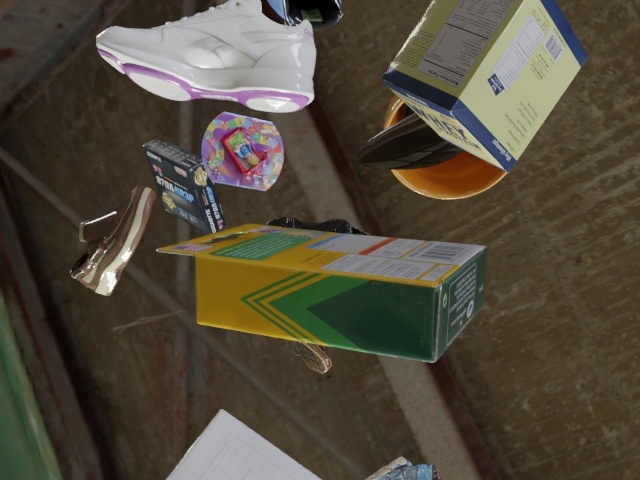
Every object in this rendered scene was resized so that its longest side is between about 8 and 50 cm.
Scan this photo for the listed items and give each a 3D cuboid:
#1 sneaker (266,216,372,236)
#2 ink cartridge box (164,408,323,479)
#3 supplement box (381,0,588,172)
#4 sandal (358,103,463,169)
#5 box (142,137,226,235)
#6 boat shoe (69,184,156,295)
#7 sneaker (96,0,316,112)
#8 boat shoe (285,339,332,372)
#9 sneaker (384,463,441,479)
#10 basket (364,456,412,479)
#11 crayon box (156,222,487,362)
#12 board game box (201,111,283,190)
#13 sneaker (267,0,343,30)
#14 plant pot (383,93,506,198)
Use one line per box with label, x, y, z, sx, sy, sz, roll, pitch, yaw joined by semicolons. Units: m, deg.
sneaker;0.000;-0.003;1.160;0.170;0.089;0.051;-1;-108;10
ink cartridge box;-0.027;0.236;0.534;0.209;0.109;0.062;33;-36;9
supplement box;0.096;-0.099;0.409;0.056;0.083;0.083;38;-84;42
sandal;0.123;-0.136;0.708;0.219;0.090;0.060;-40;-132;45
box;-0.310;-0.124;1.618;0.220;0.051;0.175;28;-40;44
boat shoe;-0.359;-0.002;1.191;0.095;0.095;0.257;25;-53;-16
sneaker;-0.154;-0.271;0.996;0.305;0.114;0.152;9;-97;-5
boat shoe;-0.021;0.246;1.637;0.178;0.060;0.064;27;-44;57
sneaker;0.145;0.526;1.263;0.125;0.262;0.104;-5;-49;23
basket;0.184;0.651;1.565;0.201;0.254;0.289;-48;-112;31
crayon box;0.006;0.046;0.807;0.322;0.203;0.083;7;-77;25
board game box;-0.137;-0.167;1.326;0.033;0.168;0.133;5;-92;59
sneaker;-0.037;-0.413;1.195;0.129;0.330;0.147;-12;-88;-1
plant pot;0.202;-0.200;1.126;0.205;0.188;0.205;3;-54;4
